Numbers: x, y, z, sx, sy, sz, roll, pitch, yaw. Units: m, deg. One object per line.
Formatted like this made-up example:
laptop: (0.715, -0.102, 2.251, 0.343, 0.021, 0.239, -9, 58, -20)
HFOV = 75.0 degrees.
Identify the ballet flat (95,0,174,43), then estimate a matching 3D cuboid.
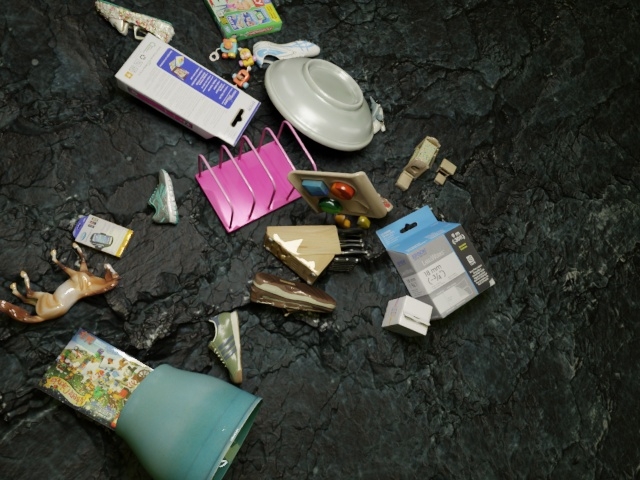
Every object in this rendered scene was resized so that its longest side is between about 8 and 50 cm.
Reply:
ballet flat: (-0.580, -0.669, 1.294, 0.240, 0.091, 0.077, 15, 93, -8)

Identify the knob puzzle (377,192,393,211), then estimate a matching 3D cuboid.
knob puzzle: (0.152, -0.143, 1.320, 0.213, 0.213, 0.030, 17, 108, -11)

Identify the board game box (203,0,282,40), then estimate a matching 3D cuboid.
board game box: (-0.300, -0.849, 1.446, 0.213, 0.046, 0.317, -26, 83, -21)

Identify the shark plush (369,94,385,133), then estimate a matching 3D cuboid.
shark plush: (0.186, -0.451, 1.474, 0.067, 0.073, 0.161, -8, 80, 12)

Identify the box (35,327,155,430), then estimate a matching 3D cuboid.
box: (-0.538, 0.345, 1.031, 0.233, 0.044, 0.159, 32, 68, -6)

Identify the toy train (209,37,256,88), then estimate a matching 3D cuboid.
toy train: (-0.281, -0.582, 1.354, 0.166, 0.046, 0.125, 43, 92, 2)

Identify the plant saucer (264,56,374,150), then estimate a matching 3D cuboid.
plant saucer: (0.023, -0.463, 1.320, 0.400, 0.100, 0.401, 20, 48, -23)

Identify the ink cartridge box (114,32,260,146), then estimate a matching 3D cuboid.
ink cartridge box: (-0.380, -0.429, 1.224, 0.370, 0.069, 0.176, 29, 70, -9)

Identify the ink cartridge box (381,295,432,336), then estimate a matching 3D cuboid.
ink cartridge box: (0.262, 0.229, 1.249, 0.092, 0.143, 0.090, 23, 69, -9)

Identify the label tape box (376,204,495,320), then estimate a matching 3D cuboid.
label tape box: (0.370, 0.056, 1.353, 0.240, 0.106, 0.334, -26, 84, -22)

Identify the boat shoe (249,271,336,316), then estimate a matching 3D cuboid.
boat shoe: (-0.082, 0.172, 1.206, 0.257, 0.095, 0.095, 21, 102, -16)

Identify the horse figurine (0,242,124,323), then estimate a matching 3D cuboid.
horse figurine: (-0.659, 0.121, 1.050, 0.174, 0.066, 0.263, 46, 65, 7)

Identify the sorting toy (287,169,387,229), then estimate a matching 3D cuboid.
sorting toy: (0.066, -0.098, 1.186, 0.229, 0.307, 0.041, 5, 66, 31)

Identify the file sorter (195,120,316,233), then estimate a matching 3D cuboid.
file sorter: (-0.185, -0.194, 1.217, 0.290, 0.182, 0.202, -29, 84, -22)

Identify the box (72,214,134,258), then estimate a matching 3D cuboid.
box: (-0.590, -0.013, 1.129, 0.136, 0.028, 0.081, 22, 70, -7)

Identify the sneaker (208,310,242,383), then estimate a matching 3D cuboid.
sneaker: (-0.259, 0.290, 1.125, 0.086, 0.064, 0.192, -5, 76, -10)

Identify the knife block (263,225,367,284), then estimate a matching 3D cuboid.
knife block: (0.000, 0.000, 1.264, 0.275, 0.088, 0.242, 38, 60, 5)

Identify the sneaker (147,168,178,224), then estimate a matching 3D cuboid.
sneaker: (-0.454, -0.123, 1.184, 0.076, 0.065, 0.167, -10, 76, -15)

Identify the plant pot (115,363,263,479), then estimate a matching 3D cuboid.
plant pot: (-0.312, 0.428, 0.969, 0.255, 0.272, 0.272, 28, 68, 8)

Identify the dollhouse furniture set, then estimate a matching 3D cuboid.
dollhouse furniture set: (0.379, -0.234, 1.440, 0.160, 0.101, 0.182, 33, 68, -5)

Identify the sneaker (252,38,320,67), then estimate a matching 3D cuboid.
sneaker: (-0.112, -0.632, 1.424, 0.237, 0.085, 0.086, -12, 94, -18)
